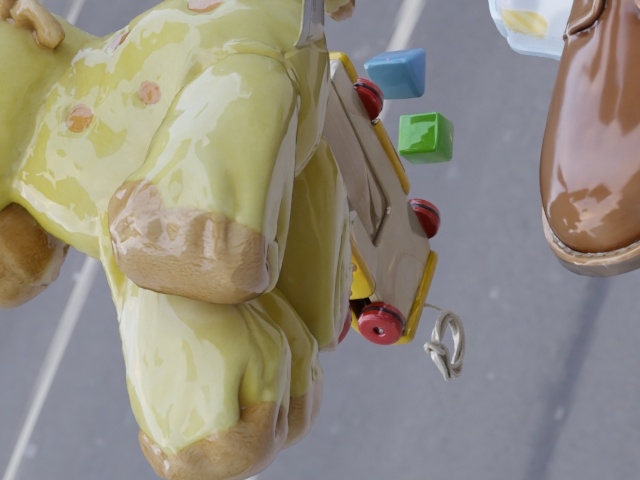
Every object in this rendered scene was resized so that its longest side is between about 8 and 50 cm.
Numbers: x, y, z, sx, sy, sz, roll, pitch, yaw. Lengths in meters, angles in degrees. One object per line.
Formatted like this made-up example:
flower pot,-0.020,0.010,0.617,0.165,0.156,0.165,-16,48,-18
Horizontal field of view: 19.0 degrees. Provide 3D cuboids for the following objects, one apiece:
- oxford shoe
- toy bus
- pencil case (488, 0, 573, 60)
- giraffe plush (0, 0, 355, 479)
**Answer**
oxford shoe,0.111,-0.085,0.678,0.076,0.076,0.212,-4,54,33
toy bus,-0.003,-0.012,1.123,0.104,0.191,0.202,-3,89,28
pencil case,0.231,-0.121,1.023,0.113,0.273,0.124,-3,-65,-69
giraffe plush,-0.085,-0.028,0.683,0.181,0.170,0.210,-32,-56,-77
